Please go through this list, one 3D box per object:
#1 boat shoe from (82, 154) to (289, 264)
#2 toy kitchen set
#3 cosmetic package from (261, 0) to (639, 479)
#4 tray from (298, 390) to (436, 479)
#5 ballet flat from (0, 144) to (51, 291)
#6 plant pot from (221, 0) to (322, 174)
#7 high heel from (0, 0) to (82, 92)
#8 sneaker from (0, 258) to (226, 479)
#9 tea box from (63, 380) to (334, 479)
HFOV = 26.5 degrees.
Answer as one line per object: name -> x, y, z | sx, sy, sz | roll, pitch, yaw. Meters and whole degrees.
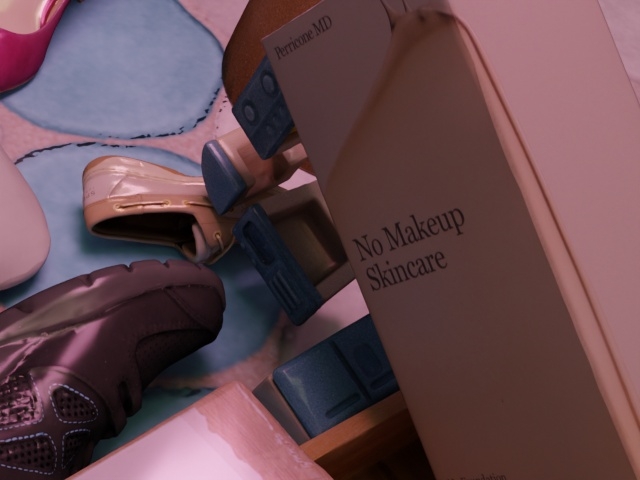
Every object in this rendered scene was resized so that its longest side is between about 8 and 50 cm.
boat shoe -> -0.086, -0.012, 0.957 | 0.170, 0.063, 0.059 | 9, 57, -14
toy kitchen set -> 0.000, 0.000, 0.851 | 0.122, 0.166, 0.207 | -29, 80, -33
cosmetic package -> 0.103, -0.005, 0.745 | 0.113, 0.160, 0.309 | -23, 90, -37
tray -> 0.144, 0.263, 0.763 | 0.203, 0.076, 0.411 | -24, 58, -37
ballet flat -> -0.331, -0.123, 0.910 | 0.400, 0.139, 0.139 | 41, 46, 19
plant pot -> 0.068, -0.206, 1.068 | 0.237, 0.254, 0.237 | 12, 45, -12
high heel -> -0.220, -0.206, 1.047 | 0.082, 0.117, 0.244 | 31, 43, 9
sneaker -> -0.178, 0.112, 0.774 | 0.341, 0.125, 0.139 | -25, 88, -42
tea box -> -0.034, 0.294, 0.470 | 0.220, 0.323, 0.329 | -29, 63, -36
